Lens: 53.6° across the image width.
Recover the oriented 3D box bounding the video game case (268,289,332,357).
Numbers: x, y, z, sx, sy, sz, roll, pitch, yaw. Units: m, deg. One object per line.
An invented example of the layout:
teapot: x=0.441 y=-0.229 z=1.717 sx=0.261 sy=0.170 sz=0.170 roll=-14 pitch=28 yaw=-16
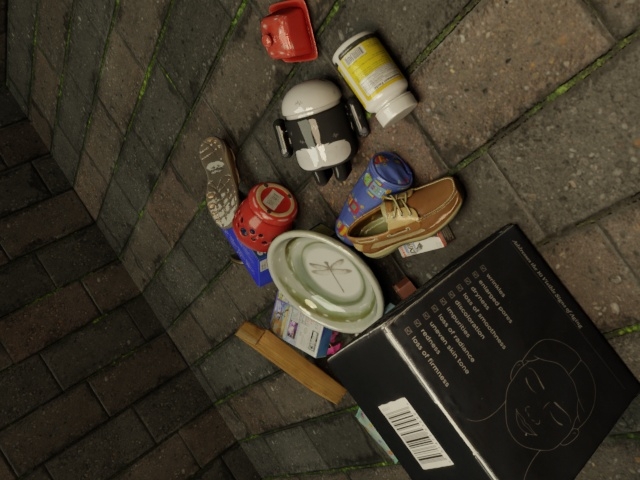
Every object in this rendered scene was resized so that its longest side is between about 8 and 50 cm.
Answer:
video game case: x=-0.051 y=0.229 z=2.164 sx=0.244 sy=0.061 sz=0.269 roll=22 pitch=102 yaw=41

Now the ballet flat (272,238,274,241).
ballet flat: x=-0.193 y=-0.022 z=2.263 sx=0.052 sy=0.057 sz=0.168 roll=-116 pitch=22 yaw=-51

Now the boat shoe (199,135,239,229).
boat shoe: x=-0.327 y=-0.200 z=2.195 sx=0.123 sy=0.116 sz=0.324 roll=-8 pitch=90 yaw=19

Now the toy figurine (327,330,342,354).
toy figurine: x=0.008 y=0.333 z=2.260 sx=0.159 sy=0.130 sz=0.173 roll=27 pitch=112 yaw=19

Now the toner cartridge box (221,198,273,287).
toner cartridge box: x=-0.270 y=-0.014 z=2.269 sx=0.347 sy=0.075 sz=0.165 roll=53 pitch=154 yaw=31

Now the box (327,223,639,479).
box: x=0.365 y=0.300 z=1.414 sx=0.479 sy=0.472 sz=0.297 roll=54 pitch=147 yaw=6

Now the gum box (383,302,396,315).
gum box: x=0.272 y=0.285 z=1.876 sx=0.184 sy=0.041 sz=0.157 roll=33 pitch=155 yaw=32

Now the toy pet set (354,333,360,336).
toy pet set: x=0.163 y=0.273 z=2.001 sx=0.065 sy=0.122 sz=0.114 roll=49 pitch=174 yaw=34

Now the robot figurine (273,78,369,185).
robot figurine: x=0.002 y=-0.292 z=1.693 sx=0.174 sy=0.209 sz=0.278 roll=25 pitch=138 yaw=63

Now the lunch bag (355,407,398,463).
lunch bag: x=0.248 y=0.572 z=2.068 sx=0.223 sy=0.160 sz=0.262 roll=45 pitch=150 yaw=21

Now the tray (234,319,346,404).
tray: x=-0.107 y=0.445 z=2.322 sx=0.411 sy=0.076 sz=0.203 roll=42 pitch=164 yaw=-25

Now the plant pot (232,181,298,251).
plant pot: x=-0.173 y=-0.082 z=2.071 sx=0.191 sy=0.191 sz=0.174 roll=52 pitch=139 yaw=10

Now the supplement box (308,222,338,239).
supplement box: x=0.000 y=0.000 z=1.999 sx=0.083 sy=0.083 sz=0.056 roll=30 pitch=139 yaw=35

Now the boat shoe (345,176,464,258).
boat shoe: x=0.200 y=-0.057 z=1.566 sx=0.324 sy=0.120 sz=0.122 roll=-34 pitch=48 yaw=32

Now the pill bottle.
pill bottle: x=0.131 y=-0.379 z=1.499 sx=0.208 sy=0.119 sz=0.119 roll=56 pitch=147 yaw=3

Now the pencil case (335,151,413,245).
pencil case: x=0.142 y=-0.104 z=1.701 sx=0.119 sy=0.133 sz=0.306 roll=67 pitch=151 yaw=25

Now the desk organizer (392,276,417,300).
desk organizer: x=0.268 y=0.171 z=1.817 sx=0.130 sy=0.050 sz=0.047 roll=51 pitch=-177 yaw=-16

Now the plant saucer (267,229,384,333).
plant saucer: x=0.029 y=0.107 z=1.916 sx=0.401 sy=0.100 sz=0.400 roll=23 pitch=139 yaw=21

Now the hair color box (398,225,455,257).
hair color box: x=0.265 y=-0.018 z=1.672 sx=0.167 sy=0.053 sz=0.093 roll=-20 pitch=98 yaw=55

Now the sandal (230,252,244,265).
sandal: x=-0.259 y=0.062 z=2.387 sx=0.219 sy=0.090 sz=0.060 roll=10 pitch=107 yaw=51

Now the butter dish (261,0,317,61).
butter dish: x=-0.103 y=-0.541 z=1.674 sx=0.160 sy=0.118 sz=0.159 roll=13 pitch=126 yaw=47
